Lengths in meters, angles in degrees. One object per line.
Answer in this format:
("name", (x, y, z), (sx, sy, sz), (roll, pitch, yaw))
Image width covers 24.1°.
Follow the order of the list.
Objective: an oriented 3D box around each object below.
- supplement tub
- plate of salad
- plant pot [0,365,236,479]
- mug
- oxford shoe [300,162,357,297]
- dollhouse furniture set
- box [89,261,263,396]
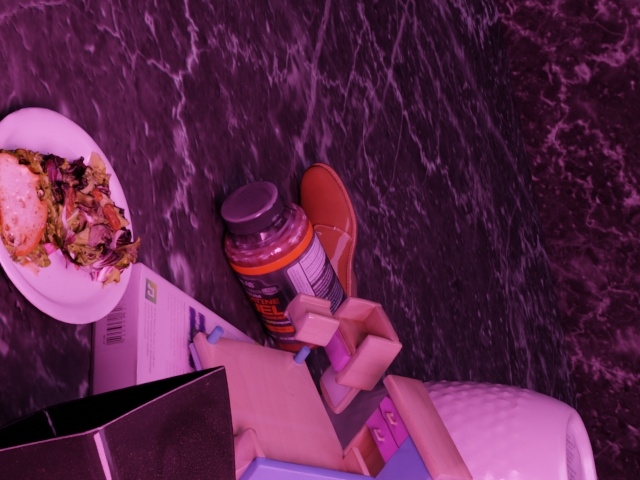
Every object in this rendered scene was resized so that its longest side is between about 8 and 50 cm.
("supplement tub", (-0.045, 0.027, 1.721), (0.106, 0.106, 0.198), (-75, 147, -48))
("plate of salad", (-0.223, -0.025, 1.332), (0.200, 0.048, 0.200), (36, 46, -47))
("plant pot", (-0.169, 0.212, 1.153), (0.188, 0.187, 0.167), (-23, 97, -62))
("mug", (0.171, 0.330, 1.821), (0.374, 0.328, 0.276), (58, 30, -44))
("oxford shoe", (0.000, 0.000, 1.902), (0.076, 0.076, 0.212), (12, 67, -54))
("dollhouse furniture set", (-0.055, 0.199, 1.513), (0.303, 0.198, 0.286), (15, 33, -37))
("box", (-0.127, 0.185, 1.506), (0.322, 0.058, 0.232), (41, 43, -57))
